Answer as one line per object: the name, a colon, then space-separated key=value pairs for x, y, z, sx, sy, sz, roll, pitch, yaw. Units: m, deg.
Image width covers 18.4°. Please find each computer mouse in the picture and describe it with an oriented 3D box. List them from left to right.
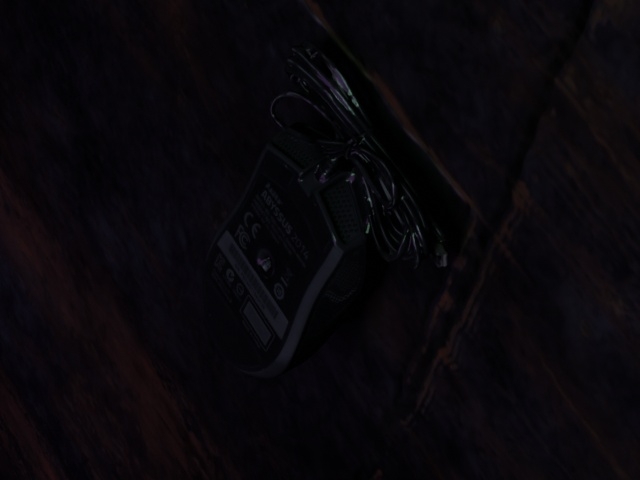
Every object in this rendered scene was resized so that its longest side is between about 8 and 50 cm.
computer mouse: x=0.000 y=0.000 z=1.436 sx=0.188 sy=0.072 sz=0.272 roll=58 pitch=139 yaw=22
